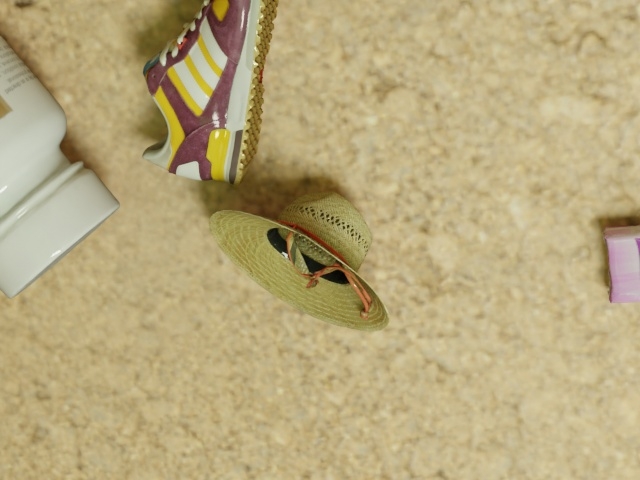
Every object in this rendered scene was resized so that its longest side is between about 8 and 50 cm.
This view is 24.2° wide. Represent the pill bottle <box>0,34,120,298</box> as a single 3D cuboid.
[{"bbox_3d":[-0.251,-0.078,1.032,0.131,0.131,0.229,-39,95,21],"label":"pill bottle"}]

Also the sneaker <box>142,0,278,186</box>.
[{"bbox_3d":[-0.078,-0.129,1.007,0.084,0.069,0.185,10,108,5],"label":"sneaker"}]

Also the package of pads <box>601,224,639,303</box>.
[{"bbox_3d":[0.231,0.013,0.995,0.083,0.032,0.050,-4,107,15],"label":"package of pads"}]

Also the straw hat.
[{"bbox_3d":[0.000,0.000,1.029,0.144,0.144,0.061,32,70,3],"label":"straw hat"}]
